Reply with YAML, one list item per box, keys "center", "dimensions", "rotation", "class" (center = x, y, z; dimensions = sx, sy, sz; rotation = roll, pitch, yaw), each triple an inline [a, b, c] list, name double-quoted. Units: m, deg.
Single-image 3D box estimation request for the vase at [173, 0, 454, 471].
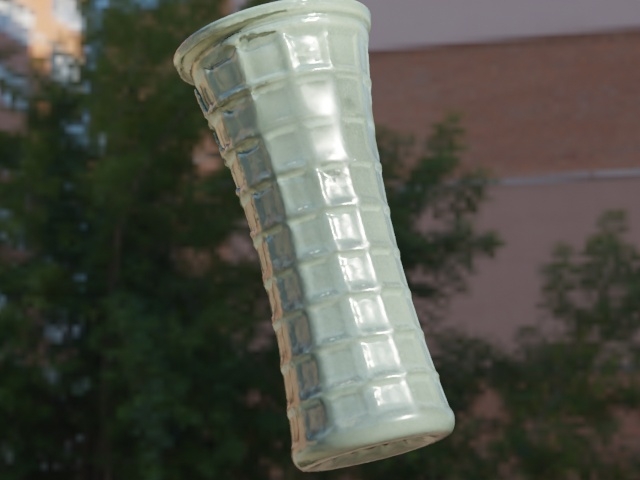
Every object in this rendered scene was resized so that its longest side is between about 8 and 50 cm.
- center: [0.000, 0.000, 1.244]
  dimensions: [0.143, 0.299, 0.143]
  rotation: [-13, -13, -3]
  class: "vase"
